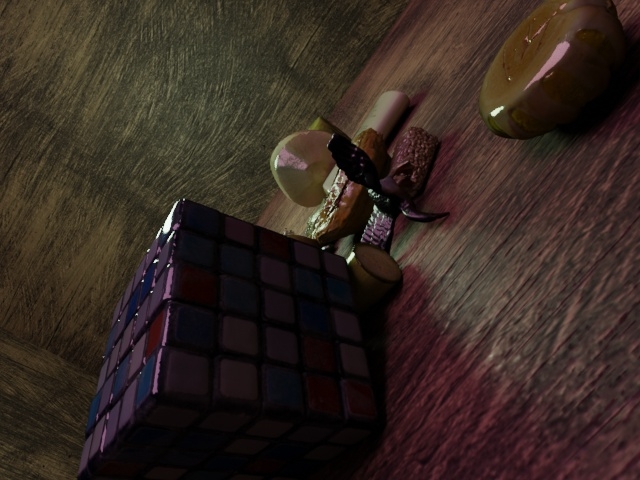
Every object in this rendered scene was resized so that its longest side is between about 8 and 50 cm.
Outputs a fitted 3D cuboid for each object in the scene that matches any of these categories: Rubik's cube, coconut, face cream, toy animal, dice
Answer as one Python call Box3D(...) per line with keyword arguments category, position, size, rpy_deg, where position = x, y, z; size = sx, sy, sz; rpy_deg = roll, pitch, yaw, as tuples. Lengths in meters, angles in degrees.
Box3D(category="Rubik's cube", position=(-0.131, 0.166, 0.671), size=(0.293, 0.287, 0.291), rpy_deg=(-49, 35, 33))
Box3D(category="coconut", position=(-0.033, -0.235, 1.522), size=(0.259, 0.259, 0.259), rpy_deg=(-52, 14, 19))
Box3D(category="face cream", position=(0.122, -0.262, 1.365), size=(0.348, 0.081, 0.173), rpy_deg=(-57, 13, -2))
Box3D(category="toy animal", position=(0.122, -0.079, 0.810), size=(0.197, 0.272, 0.160), rpy_deg=(-1, 39, 24))
Box3D(category="dice", position=(0.013, -0.337, 1.739), size=(0.169, 0.166, 0.169), rpy_deg=(-53, 14, 17))

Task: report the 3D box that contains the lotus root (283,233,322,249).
Box3D(category="lotus root", position=(-0.054, 0.073, 1.002), size=(0.182, 0.183, 0.310), rpy_deg=(-51, -2, 22))

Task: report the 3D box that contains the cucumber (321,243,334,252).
Box3D(category="cucumber", position=(-0.023, 0.067, 1.222), size=(0.184, 0.033, 0.036), rpy_deg=(-49, -9, 29))

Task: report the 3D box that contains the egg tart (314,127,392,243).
Box3D(category="egg tart", position=(0.082, -0.106, 1.062), size=(0.290, 0.115, 0.290), rpy_deg=(-63, 7, 14))

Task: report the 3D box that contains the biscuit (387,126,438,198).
Box3D(category="biscuit", position=(0.178, -0.152, 0.950), size=(0.168, 0.070, 0.082), rpy_deg=(-68, 10, -27))

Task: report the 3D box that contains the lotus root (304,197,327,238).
Box3D(category="lotus root", position=(0.000, -0.049, 1.322), size=(0.144, 0.070, 0.143), rpy_deg=(-56, 13, 3))

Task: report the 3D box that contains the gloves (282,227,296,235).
Box3D(category="gloves", position=(-0.127, 0.043, 1.562), size=(0.114, 0.070, 0.153), rpy_deg=(-21, 43, 54))

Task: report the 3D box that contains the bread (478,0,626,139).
Box3D(category="bread", position=(0.293, -0.217, 0.610), size=(0.213, 0.105, 0.213), rpy_deg=(-54, 16, 23))

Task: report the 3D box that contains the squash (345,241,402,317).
Box3D(category="squash", position=(0.041, 0.104, 0.819), size=(0.224, 0.094, 0.094), rpy_deg=(-54, 12, 34))

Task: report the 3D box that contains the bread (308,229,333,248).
Box3D(category="bread", position=(0.000, 0.000, 1.237), size=(0.110, 0.060, 0.066), rpy_deg=(-51, -1, 21))
